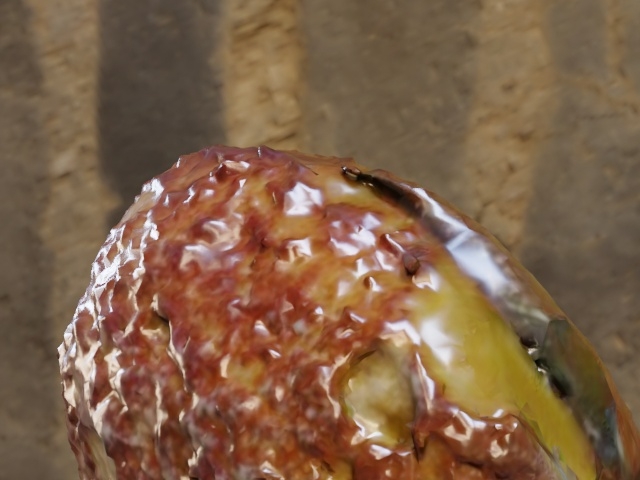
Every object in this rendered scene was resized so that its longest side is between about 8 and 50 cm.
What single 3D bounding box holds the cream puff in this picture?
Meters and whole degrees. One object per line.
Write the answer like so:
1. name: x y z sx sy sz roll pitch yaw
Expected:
1. cream puff: 0.009 0.082 0.654 0.240 0.164 0.240 36 -33 28
